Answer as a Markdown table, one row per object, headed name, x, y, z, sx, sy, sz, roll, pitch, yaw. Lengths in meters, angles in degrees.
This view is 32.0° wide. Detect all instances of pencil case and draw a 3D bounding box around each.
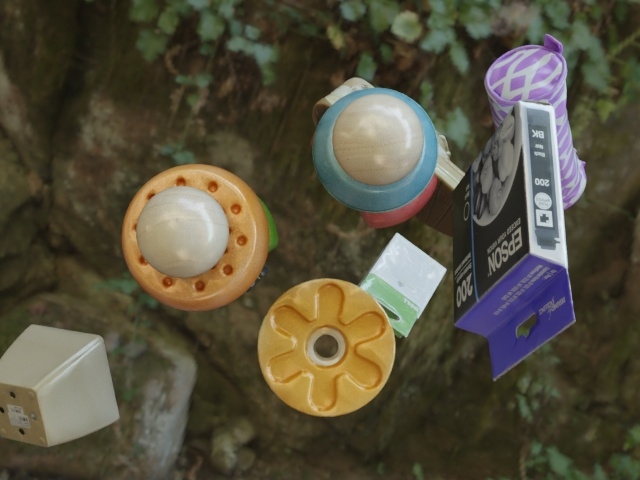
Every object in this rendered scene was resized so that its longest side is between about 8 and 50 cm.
| name | x | y | z | sx | sy | sz | roll | pitch | yaw |
| --- | --- | --- | --- | --- | --- | --- | --- | --- | --- |
| pencil case | 0.230 | -0.112 | 1.162 | 0.086 | 0.088 | 0.206 | 49 | -7 | 36 |

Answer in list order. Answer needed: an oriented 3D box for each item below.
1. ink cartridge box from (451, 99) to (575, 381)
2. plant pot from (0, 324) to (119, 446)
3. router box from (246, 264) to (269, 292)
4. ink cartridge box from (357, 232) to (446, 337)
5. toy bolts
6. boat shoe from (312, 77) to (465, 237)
| name | x | y | z | sx | sy | sz | roll | pitch | yaw |
| --- | --- | --- | --- | --- | --- | --- | --- | --- | --- |
| ink cartridge box | 0.174 | 0.008 | 1.051 | 0.045 | 0.208 | 0.206 | 4 | -23 | -11 |
| plant pot | -0.302 | 0.167 | 1.229 | 0.109 | 0.109 | 0.096 | 6 | 24 | 28 |
| router box | -0.119 | -0.007 | 1.217 | 0.122 | 0.038 | 0.092 | 47 | 1 | 29 |
| ink cartridge box | 0.120 | 0.087 | 1.841 | 0.109 | 0.062 | 0.209 | 37 | 39 | 1 |
| toy bolts | 0.000 | 0.000 | 0.769 | 0.218 | 0.228 | 0.158 | 49 | -1 | 4 |
| boat shoe | 0.131 | -0.114 | 1.513 | 0.302 | 0.109 | 0.098 | 38 | 60 | 15 |
